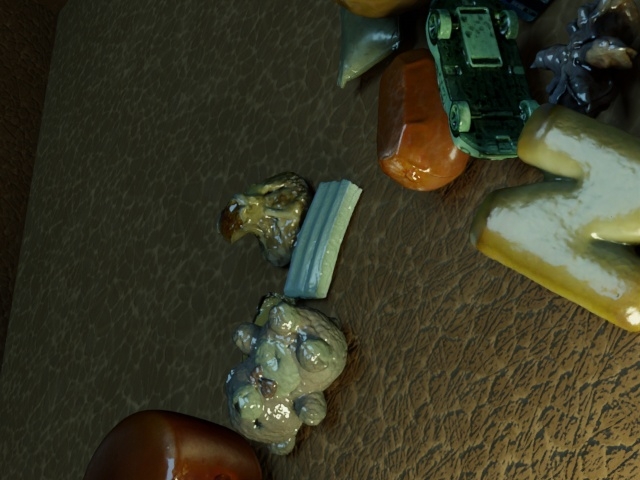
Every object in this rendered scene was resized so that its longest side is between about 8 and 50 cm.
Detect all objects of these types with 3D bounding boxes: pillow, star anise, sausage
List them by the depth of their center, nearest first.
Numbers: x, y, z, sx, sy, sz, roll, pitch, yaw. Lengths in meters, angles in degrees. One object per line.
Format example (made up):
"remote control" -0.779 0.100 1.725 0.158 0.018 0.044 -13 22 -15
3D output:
"star anise" 0.383 -0.258 1.605 0.236 0.093 0.229 -133 60 -70
"sausage" 0.173 -0.202 1.851 0.153 0.141 0.268 -46 33 51
"pillow" 0.097 -0.456 2.219 0.185 0.075 0.302 -34 42 39

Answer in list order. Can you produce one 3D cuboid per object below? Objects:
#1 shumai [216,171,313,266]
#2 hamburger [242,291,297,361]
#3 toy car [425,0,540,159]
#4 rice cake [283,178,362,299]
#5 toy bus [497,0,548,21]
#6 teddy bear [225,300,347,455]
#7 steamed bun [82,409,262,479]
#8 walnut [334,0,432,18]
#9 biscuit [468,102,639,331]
"shumai" -0.111 -0.055 2.205 0.161 0.153 0.209 -37 44 51
"hamburger" -0.070 0.180 2.048 0.102 0.087 0.176 -6 53 38
"toy car" 0.248 -0.247 1.735 0.125 0.136 0.306 113 152 -61
"rice cake" 0.000 0.000 2.090 0.127 0.043 0.237 0 69 59
"toy bus" 0.319 -0.446 1.855 0.106 0.090 0.185 -55 30 20
"teddy bear" -0.069 0.234 1.927 0.267 0.151 0.236 -49 62 18
"steamed bun" -0.287 0.448 2.039 0.379 0.235 0.248 -38 46 40
"walnut" 0.102 -0.584 2.038 0.398 0.354 0.308 -124 38 -47
"biscuit" 0.354 -0.038 1.458 0.290 0.062 0.237 33 97 34
